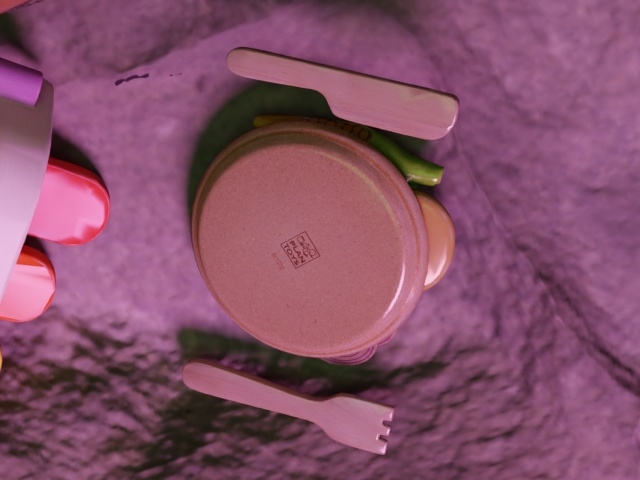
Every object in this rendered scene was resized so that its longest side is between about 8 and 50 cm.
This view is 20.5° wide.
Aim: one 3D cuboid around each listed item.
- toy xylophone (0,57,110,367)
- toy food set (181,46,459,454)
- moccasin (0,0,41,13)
[{"bbox_3d":[-0.259,0.037,0.870,0.236,0.081,0.323,26,109,-21],"label":"toy xylophone"},{"bbox_3d":[0.000,0.000,0.875,0.132,0.038,0.192,17,114,12],"label":"toy food set"},{"bbox_3d":[-0.210,-0.270,0.749,0.147,0.139,0.380,-28,119,-13],"label":"moccasin"}]
